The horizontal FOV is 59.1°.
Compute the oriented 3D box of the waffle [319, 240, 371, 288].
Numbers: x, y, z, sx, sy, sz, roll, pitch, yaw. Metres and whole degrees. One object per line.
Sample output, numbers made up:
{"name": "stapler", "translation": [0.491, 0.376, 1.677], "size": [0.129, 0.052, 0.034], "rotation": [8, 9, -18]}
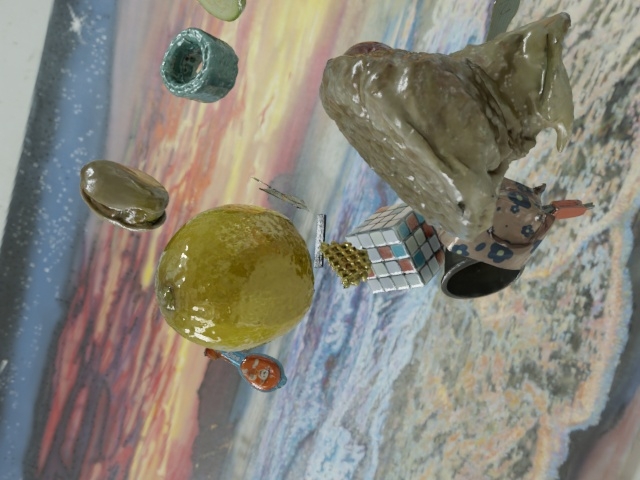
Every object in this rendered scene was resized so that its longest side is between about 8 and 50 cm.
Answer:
{"name": "waffle", "translation": [0.067, 0.065, 1.621], "size": [0.192, 0.160, 0.046], "rotation": [-76, -11, -53]}

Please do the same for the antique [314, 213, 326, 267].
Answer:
{"name": "antique", "translation": [0.000, 0.000, 1.871], "size": [0.015, 0.031, 0.192], "rotation": [38, -131, -53]}

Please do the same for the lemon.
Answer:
{"name": "lemon", "translation": [-0.219, 0.089, 1.300], "size": [0.364, 0.363, 0.365], "rotation": [18, -90, -85]}

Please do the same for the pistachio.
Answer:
{"name": "pistachio", "translation": [-0.584, -0.138, 1.682], "size": [0.166, 0.287, 0.197], "rotation": [-60, 2, 44]}

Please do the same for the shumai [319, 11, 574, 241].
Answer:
{"name": "shumai", "translation": [0.165, -0.185, 0.699], "size": [0.262, 0.314, 0.267], "rotation": [-43, -38, -4]}

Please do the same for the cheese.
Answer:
{"name": "cheese", "translation": [-0.213, 0.355, 1.631], "size": [0.106, 0.256, 0.037], "rotation": [-60, 2, -2]}

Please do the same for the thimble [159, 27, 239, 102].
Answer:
{"name": "thimble", "translation": [-0.366, -0.520, 1.700], "size": [0.143, 0.235, 0.199], "rotation": [0, -96, -59]}

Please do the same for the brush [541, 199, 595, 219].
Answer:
{"name": "brush", "translation": [0.889, -0.111, 2.025], "size": [0.051, 0.323, 0.070], "rotation": [57, 140, 33]}

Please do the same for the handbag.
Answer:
{"name": "handbag", "translation": [0.433, -0.061, 1.395], "size": [0.190, 0.251, 0.193], "rotation": [-86, 17, -45]}

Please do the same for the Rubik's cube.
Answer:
{"name": "Rubik's cube", "translation": [0.295, 0.018, 2.083], "size": [0.258, 0.254, 0.256], "rotation": [-15, 17, 47]}

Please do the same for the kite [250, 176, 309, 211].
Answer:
{"name": "kite", "translation": [-0.123, -0.143, 1.745], "size": [0.229, 0.250, 0.012], "rotation": [10, -69, -59]}

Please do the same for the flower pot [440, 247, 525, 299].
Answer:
{"name": "flower pot", "translation": [0.496, 0.056, 1.805], "size": [0.269, 0.268, 0.166], "rotation": [101, 163, -55]}

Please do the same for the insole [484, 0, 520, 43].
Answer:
{"name": "insole", "translation": [0.444, -0.537, 1.383], "size": [0.004, 0.064, 0.189], "rotation": [-105, 28, -69]}

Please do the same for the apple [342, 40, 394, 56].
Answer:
{"name": "apple", "translation": [0.175, -0.562, 2.048], "size": [0.235, 0.305, 0.306], "rotation": [0, 67, 58]}

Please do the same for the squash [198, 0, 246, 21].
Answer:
{"name": "squash", "translation": [-0.340, -0.814, 1.836], "size": [0.041, 0.219, 0.219], "rotation": [-57, -10, -19]}
